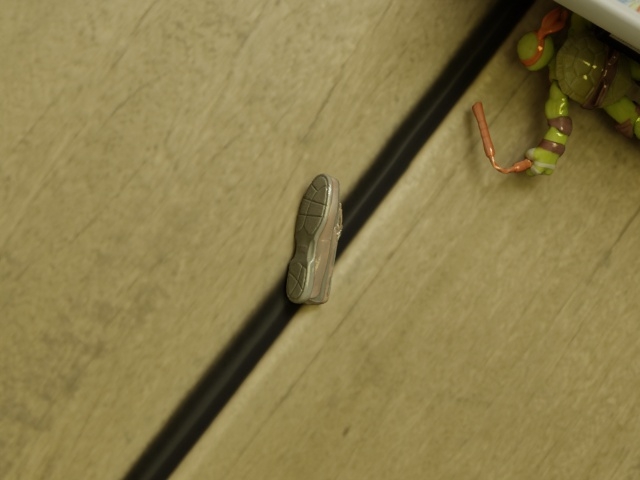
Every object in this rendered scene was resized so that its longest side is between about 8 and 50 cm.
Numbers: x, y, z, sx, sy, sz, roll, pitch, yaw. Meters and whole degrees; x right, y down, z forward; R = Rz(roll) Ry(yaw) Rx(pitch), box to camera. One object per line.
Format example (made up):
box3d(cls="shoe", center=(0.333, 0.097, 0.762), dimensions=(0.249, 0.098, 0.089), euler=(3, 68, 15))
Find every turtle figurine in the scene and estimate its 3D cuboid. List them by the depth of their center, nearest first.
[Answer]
box3d(cls="turtle figurine", center=(0.277, -0.175, 1.782), dimensions=(0.217, 0.087, 0.270), euler=(18, 78, -22))

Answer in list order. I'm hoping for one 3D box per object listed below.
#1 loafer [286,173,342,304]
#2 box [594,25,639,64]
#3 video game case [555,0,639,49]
box3d(cls="loafer", center=(0.000, 0.000, 1.717), dimensions=(0.039, 0.045, 0.125), euler=(12, 93, -36))
box3d(cls="box", center=(0.409, -0.227, 1.781), dimensions=(0.261, 0.103, 0.184), euler=(28, 50, -19))
box3d(cls="video game case", center=(0.340, -0.290, 1.672), dimensions=(0.329, 0.036, 0.300), euler=(26, 59, -20))
